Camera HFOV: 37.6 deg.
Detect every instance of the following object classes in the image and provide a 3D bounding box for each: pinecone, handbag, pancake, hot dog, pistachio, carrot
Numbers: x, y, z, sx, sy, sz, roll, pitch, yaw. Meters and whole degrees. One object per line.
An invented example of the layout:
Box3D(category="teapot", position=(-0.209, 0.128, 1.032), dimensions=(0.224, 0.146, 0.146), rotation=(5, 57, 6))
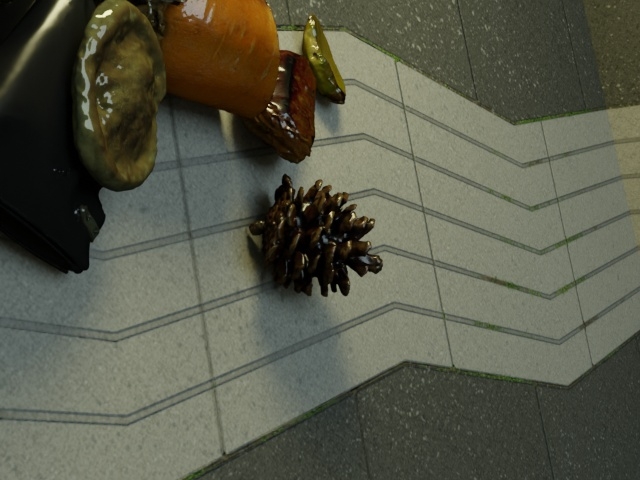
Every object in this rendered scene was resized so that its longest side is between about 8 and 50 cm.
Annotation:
Box3D(category="pinecone", position=(-0.001, 0.000, 1.509), dimensions=(0.212, 0.169, 0.185), rotation=(24, 73, -30))
Box3D(category="handbag", position=(-0.332, -0.140, 1.171), dimensions=(0.288, 0.152, 0.342), rotation=(62, 37, -40))
Box3D(category="pancake", position=(-0.242, -0.179, 1.166), dimensions=(0.222, 0.042, 0.236), rotation=(70, 28, -56))
Box3D(category="hot dog", position=(-0.063, -0.225, 1.557), dimensions=(0.160, 0.099, 0.227), rotation=(49, 33, -29))
Box3D(category="pistachio", position=(-0.003, -0.325, 1.719), dimensions=(0.089, 0.049, 0.173), rotation=(-35, 104, -75))
Box3D(category="carrot", position=(-0.198, -0.310, 1.344), dimensions=(0.331, 0.214, 0.193), rotation=(10, 25, -45))

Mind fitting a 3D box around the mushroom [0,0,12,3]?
Box3D(category="mushroom", position=(-0.368, -0.418, 1.101), dimensions=(0.164, 0.190, 0.267), rotation=(41, 39, -35))
